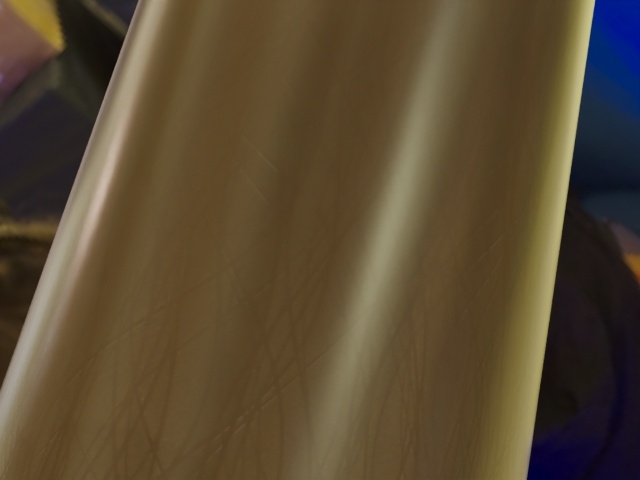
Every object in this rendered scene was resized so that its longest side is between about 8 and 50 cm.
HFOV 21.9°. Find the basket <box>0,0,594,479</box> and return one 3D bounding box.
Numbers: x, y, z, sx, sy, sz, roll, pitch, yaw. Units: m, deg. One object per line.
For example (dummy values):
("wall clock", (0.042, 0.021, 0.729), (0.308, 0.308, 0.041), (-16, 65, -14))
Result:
("basket", (0.000, 0.000, 0.487), (0.154, 0.204, 0.227), (10, 80, 21))
